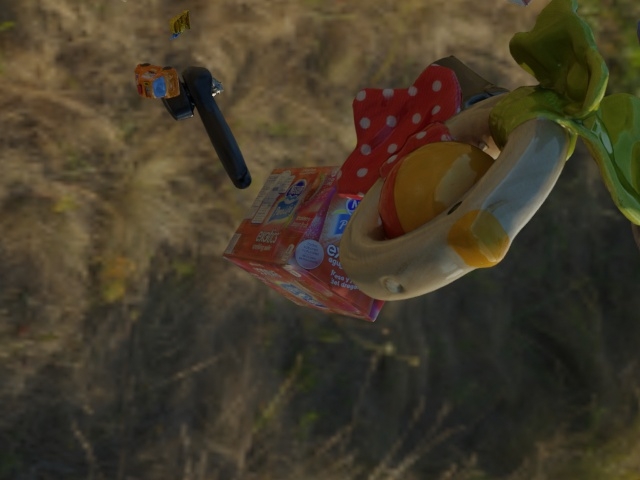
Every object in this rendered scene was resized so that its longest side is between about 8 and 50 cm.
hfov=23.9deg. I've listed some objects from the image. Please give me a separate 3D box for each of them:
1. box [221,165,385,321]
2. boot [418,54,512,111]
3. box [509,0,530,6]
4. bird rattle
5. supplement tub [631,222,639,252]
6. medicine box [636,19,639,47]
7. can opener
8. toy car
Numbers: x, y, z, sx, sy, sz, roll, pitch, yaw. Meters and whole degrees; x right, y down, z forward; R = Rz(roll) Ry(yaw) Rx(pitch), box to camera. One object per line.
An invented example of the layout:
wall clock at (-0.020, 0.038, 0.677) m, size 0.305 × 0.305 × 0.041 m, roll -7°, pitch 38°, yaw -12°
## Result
box at (0.000, 0.000, 1.704) m, size 0.123 × 0.257 × 0.128 m, roll 33°, pitch 81°, yaw -17°
boot at (0.141, -0.155, 1.814) m, size 0.198 × 0.137 × 0.077 m, roll -20°, pitch 140°, yaw -44°
box at (0.221, -0.370, 1.677) m, size 0.170 × 0.091 × 0.130 m, roll -52°, pitch 132°, yaw -7°
bird rattle at (0.083, -0.048, 0.951) m, size 0.143 × 0.253 × 0.207 m, roll 56°, pitch 51°, yaw -24°
supplement tub at (0.478, 0.003, 1.782) m, size 0.316 × 0.194 × 0.193 m, roll 50°, pitch 50°, yaw -57°
medicine box at (0.487, -0.159, 1.495) m, size 0.149 × 0.289 × 0.263 m, roll 42°, pitch 33°, yaw -35°
can opener at (-0.130, -0.138, 1.837) m, size 0.186 × 0.073 × 0.059 m, roll 58°, pitch 4°, yaw 22°
toy car at (-0.184, -0.206, 1.686) m, size 0.040 × 0.060 × 0.122 m, roll -41°, pitch 152°, yaw -47°
